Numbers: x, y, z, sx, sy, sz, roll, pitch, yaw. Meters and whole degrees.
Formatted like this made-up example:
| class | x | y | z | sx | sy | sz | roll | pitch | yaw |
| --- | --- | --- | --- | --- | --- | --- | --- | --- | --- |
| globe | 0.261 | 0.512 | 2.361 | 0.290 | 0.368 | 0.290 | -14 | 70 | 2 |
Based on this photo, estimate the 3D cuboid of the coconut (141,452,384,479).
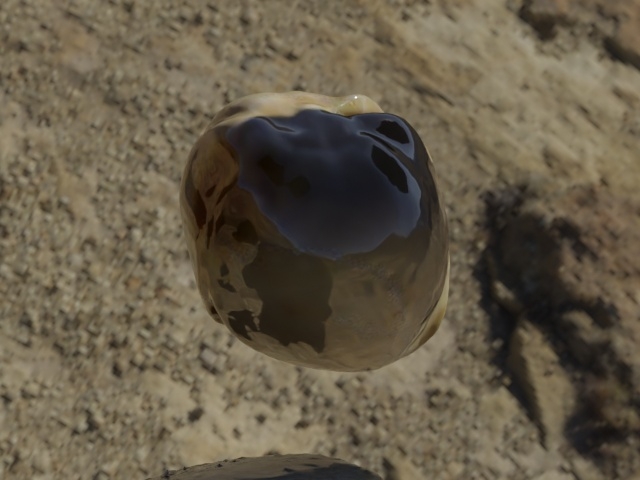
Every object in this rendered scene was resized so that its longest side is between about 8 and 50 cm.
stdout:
| class | x | y | z | sx | sy | sz | roll | pitch | yaw |
| --- | --- | --- | --- | --- | --- | --- | --- | --- | --- |
| coconut | -0.052 | 0.254 | 0.688 | 0.297 | 0.297 | 0.310 | -49 | 125 | -45 |

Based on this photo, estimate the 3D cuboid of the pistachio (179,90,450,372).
| class | x | y | z | sx | sy | sz | roll | pitch | yaw |
| --- | --- | --- | --- | --- | --- | --- | --- | --- | --- |
| pistachio | 0.000 | 0.000 | 0.786 | 0.144 | 0.215 | 0.144 | -9 | 58 | 15 |
